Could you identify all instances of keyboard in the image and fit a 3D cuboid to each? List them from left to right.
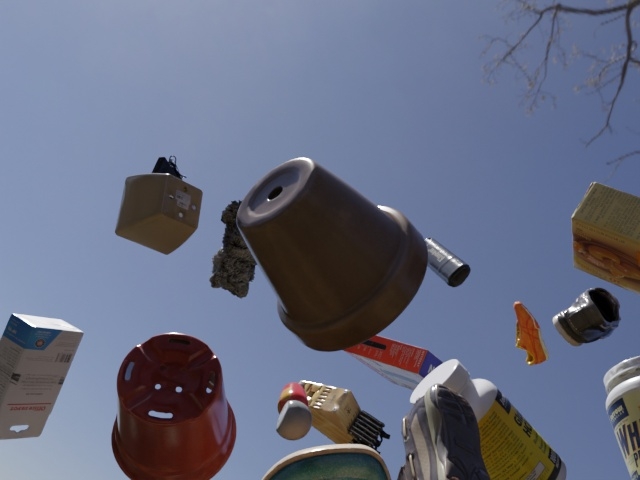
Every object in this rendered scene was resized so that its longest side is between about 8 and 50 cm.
[{"bbox_3d":[-0.350,-0.124,1.517,0.038,0.100,0.192,17,-24,16],"label":"keyboard"}]

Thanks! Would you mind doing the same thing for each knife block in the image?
[{"bbox_3d":[0.057,0.534,1.906,0.276,0.088,0.242,1,-52,38],"label":"knife block"}]

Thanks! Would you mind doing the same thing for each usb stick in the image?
[{"bbox_3d":[0.343,0.058,1.873,0.045,0.077,0.278,39,5,-20],"label":"usb stick"}]

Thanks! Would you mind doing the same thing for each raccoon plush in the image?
[{"bbox_3d":[-0.236,0.012,2.251,0.216,0.299,0.446,21,-28,-20],"label":"raccoon plush"}]

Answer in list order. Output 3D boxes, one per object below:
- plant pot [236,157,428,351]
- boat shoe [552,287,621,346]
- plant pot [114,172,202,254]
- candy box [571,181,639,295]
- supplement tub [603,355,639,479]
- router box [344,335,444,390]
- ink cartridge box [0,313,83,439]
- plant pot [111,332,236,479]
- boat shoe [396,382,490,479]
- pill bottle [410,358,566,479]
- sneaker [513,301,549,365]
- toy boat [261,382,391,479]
[{"bbox_3d":[0.000,0.000,1.012,0.263,0.263,0.229,-8,-47,43],"label":"plant pot"},{"bbox_3d":[0.622,0.160,1.469,0.095,0.335,0.112,-44,-110,31],"label":"boat shoe"},{"bbox_3d":[-0.255,-0.051,1.080,0.096,0.109,0.109,-15,-30,39],"label":"plant pot"},{"bbox_3d":[0.574,0.036,1.062,0.317,0.087,0.183,26,-16,32],"label":"candy box"},{"bbox_3d":[0.857,0.471,1.633,0.236,0.324,0.235,-2,-41,-2],"label":"supplement tub"},{"bbox_3d":[0.283,0.415,2.154,0.301,0.082,0.335,10,-22,43],"label":"router box"},{"bbox_3d":[-0.455,0.210,1.019,0.060,0.180,0.104,21,-3,27],"label":"ink cartridge box"},{"bbox_3d":[-0.306,0.344,1.368,0.273,0.272,0.265,24,-39,9],"label":"plant pot"},{"bbox_3d":[0.204,0.407,1.093,0.132,0.355,0.130,35,-60,-18],"label":"boat shoe"},{"bbox_3d":[0.360,0.430,1.448,0.334,0.188,0.188,48,-35,0],"label":"pill bottle"},{"bbox_3d":[0.519,0.237,1.659,0.064,0.068,0.175,-100,168,-83],"label":"sneaker"},{"bbox_3d":[-0.016,0.420,1.198,0.268,0.148,0.318,-17,-79,0],"label":"toy boat"}]
